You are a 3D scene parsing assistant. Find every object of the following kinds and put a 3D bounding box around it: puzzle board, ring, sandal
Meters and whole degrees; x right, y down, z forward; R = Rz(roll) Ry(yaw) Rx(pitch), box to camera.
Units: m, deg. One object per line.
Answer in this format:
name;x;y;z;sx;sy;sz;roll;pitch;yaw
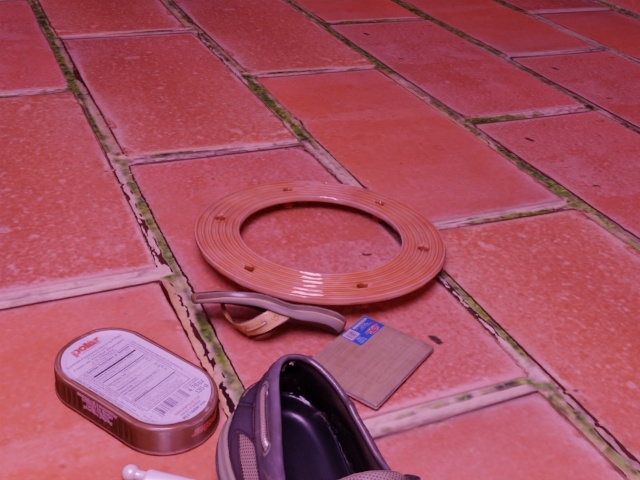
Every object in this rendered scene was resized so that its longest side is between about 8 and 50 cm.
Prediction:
puzzle board;0.055;0.133;0.870;0.096;0.011;0.128;22;34;28
ring;0.000;0.000;1.051;0.336;0.032;0.336;4;27;-2
sandal;-0.060;0.089;0.887;0.180;0.049;0.072;14;-9;-8

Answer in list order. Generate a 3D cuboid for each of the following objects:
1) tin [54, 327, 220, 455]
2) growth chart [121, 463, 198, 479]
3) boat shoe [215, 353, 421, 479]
tin;-0.186;0.147;0.790;0.189;0.040;0.106;22;31;26
growth chart;-0.119;0.272;0.606;0.172;0.021;0.237;6;30;3
boat shoe;0.014;0.224;0.572;0.132;0.130;0.355;-4;36;-31
